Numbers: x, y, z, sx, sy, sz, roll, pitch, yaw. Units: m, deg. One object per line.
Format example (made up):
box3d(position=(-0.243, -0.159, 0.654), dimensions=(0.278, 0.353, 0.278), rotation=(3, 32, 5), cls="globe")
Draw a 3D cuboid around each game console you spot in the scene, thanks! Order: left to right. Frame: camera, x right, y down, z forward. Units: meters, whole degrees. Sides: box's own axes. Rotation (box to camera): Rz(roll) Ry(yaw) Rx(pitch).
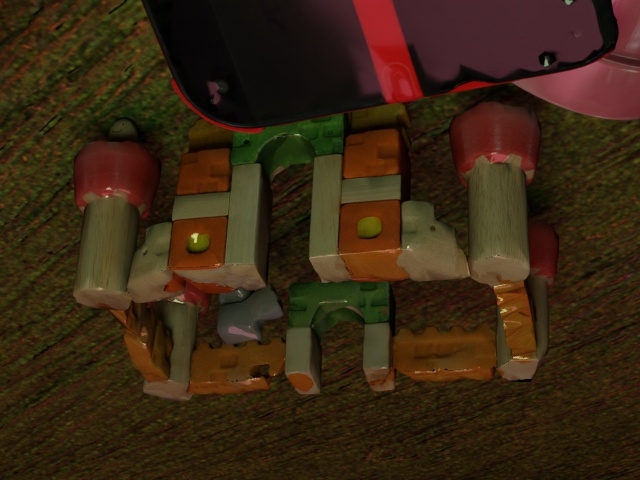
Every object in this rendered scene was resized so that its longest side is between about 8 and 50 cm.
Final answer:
box3d(position=(0.001, -0.267, 1.005), dimensions=(0.342, 0.060, 0.386), rotation=(-10, 119, 20), cls="game console")

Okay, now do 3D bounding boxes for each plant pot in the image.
box3d(position=(0.219, -0.222, 1.106), dimensions=(0.201, 0.201, 0.180), rotation=(13, 130, -17), cls="plant pot")

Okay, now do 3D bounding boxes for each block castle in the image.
box3d(position=(0.000, 0.000, 1.423), dimensions=(0.453, 0.212, 0.303), rotation=(-4, 150, 12), cls="block castle")
